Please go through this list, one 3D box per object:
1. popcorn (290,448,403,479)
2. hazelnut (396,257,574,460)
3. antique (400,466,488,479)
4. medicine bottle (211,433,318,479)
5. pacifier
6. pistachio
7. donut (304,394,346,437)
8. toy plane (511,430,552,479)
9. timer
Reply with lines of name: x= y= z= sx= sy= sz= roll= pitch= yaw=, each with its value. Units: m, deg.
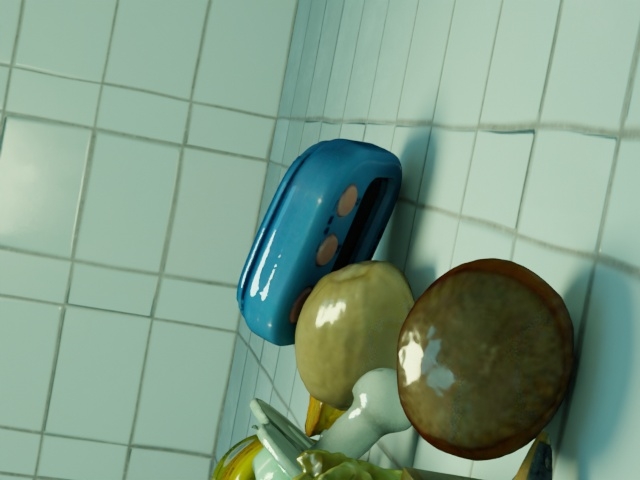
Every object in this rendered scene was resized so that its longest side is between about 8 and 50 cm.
popcorn: x=0.020 y=0.367 z=1.570 sx=0.225 sy=0.174 sz=0.286 roll=-50 pitch=-28 yaw=6
hazelnut: x=0.170 y=0.120 z=1.353 sx=0.214 sy=0.176 sz=0.214 roll=-53 pitch=-25 yaw=-38
antique: x=0.137 y=0.331 z=1.395 sx=0.152 sy=0.148 sz=0.147 roll=-143 pitch=65 yaw=-81
medicine bottle: x=-0.072 y=0.430 z=2.199 sx=0.384 sy=0.224 sz=0.224 roll=153 pitch=126 yaw=-78
pacifier: x=0.041 y=0.299 z=1.856 sx=0.269 sy=0.288 sz=0.343 roll=-44 pitch=12 yaw=3
pistachio: x=0.054 y=0.139 z=1.984 sx=0.162 sy=0.181 sz=0.293 roll=-37 pitch=-22 yaw=-45
donut: x=0.028 y=0.248 z=2.248 sx=0.190 sy=0.074 sz=0.174 roll=-86 pitch=10 yaw=-50
toy plane: x=0.188 y=0.335 z=1.247 sx=0.103 sy=0.204 sz=0.316 roll=12 pitch=72 yaw=40
timer: x=0.000 y=0.000 z=2.100 sx=0.309 sy=0.115 sz=0.340 roll=-1 pitch=-64 yaw=-66
